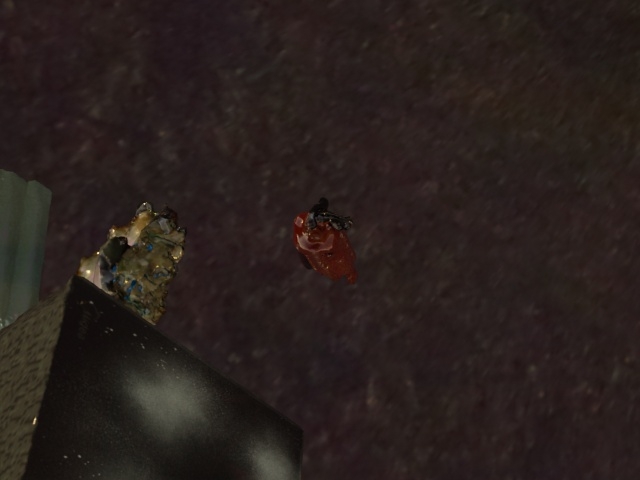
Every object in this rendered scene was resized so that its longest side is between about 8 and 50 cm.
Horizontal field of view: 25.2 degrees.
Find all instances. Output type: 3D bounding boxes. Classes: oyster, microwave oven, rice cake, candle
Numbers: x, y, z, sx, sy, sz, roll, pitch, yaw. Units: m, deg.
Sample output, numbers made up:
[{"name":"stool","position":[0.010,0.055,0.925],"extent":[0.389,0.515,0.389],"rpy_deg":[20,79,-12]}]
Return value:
[{"name":"oyster","position":[-0.215,0.050,1.495],"extent":[0.092,0.259,0.198],"rpy_deg":[42,94,-13]},{"name":"microwave oven","position":[-0.215,0.306,0.981],"extent":[0.236,0.432,0.374],"rpy_deg":[37,125,-27]},{"name":"rice cake","position":[-0.390,0.012,1.724],"extent":[0.127,0.237,0.043],"rpy_deg":[24,134,-31]},{"name":"candle","position":[0.000,0.000,1.556],"extent":[0.084,0.302,0.059],"rpy_deg":[26,82,9]}]
